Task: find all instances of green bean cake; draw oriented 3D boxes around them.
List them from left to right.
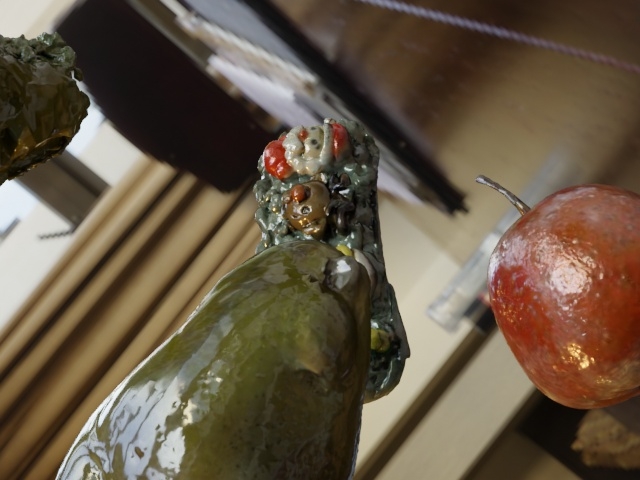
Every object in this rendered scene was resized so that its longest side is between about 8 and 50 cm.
[{"bbox_3d":[-0.383,-0.172,1.232,0.202,0.285,0.310,23,140,42],"label":"green bean cake"}]

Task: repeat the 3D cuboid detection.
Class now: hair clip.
[{"bbox_3d":[0.000,0.000,1.192,0.091,0.138,0.321,73,-172,-52],"label":"hair clip"}]

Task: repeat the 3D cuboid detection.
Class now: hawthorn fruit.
[{"bbox_3d":[0.280,0.054,1.311,0.263,0.231,0.235,26,161,-8],"label":"hawthorn fruit"}]

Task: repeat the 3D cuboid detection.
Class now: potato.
[{"bbox_3d":[-0.073,0.156,0.969,0.202,0.351,0.218,33,-170,11],"label":"potato"}]
